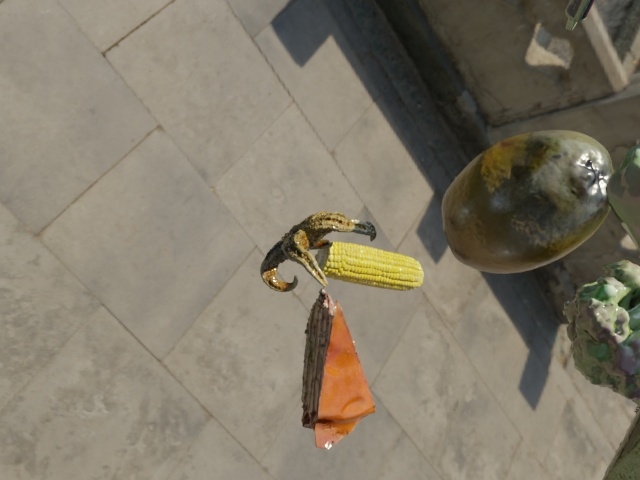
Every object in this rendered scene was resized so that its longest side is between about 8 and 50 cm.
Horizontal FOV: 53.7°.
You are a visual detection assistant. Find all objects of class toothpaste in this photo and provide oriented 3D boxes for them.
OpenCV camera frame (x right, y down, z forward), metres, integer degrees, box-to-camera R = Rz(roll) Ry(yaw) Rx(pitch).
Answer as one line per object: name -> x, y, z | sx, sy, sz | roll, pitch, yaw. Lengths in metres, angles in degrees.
toothpaste -> 0.238, -0.236, 0.541 | 0.021, 0.140, 0.037 | 1, 60, -2

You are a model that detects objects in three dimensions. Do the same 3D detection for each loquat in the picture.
loquat -> 0.267, -0.050, 0.822 | 0.179, 0.227, 0.179 | 41, 32, -34

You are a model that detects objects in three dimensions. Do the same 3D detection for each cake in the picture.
cake -> 0.032, 0.230, 1.171 | 0.135, 0.098, 0.287 | -2, 92, -13

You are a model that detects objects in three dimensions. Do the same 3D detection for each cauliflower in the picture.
cauliflower -> 0.308, 0.019, 0.505 | 0.256, 0.239, 0.315 | 23, 40, -55

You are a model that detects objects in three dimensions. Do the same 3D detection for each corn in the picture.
corn -> 0.100, 0.053, 1.278 | 0.248, 0.081, 0.081 | 12, 77, -29

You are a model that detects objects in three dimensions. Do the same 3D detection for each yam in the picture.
yam -> 0.382, 0.233, 0.723 | 0.068, 0.068, 0.169 | -5, 118, -43

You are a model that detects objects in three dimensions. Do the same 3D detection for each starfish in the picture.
starfish -> 0.001, 0.000, 0.915 | 0.074, 0.146, 0.190 | 57, 44, -13
